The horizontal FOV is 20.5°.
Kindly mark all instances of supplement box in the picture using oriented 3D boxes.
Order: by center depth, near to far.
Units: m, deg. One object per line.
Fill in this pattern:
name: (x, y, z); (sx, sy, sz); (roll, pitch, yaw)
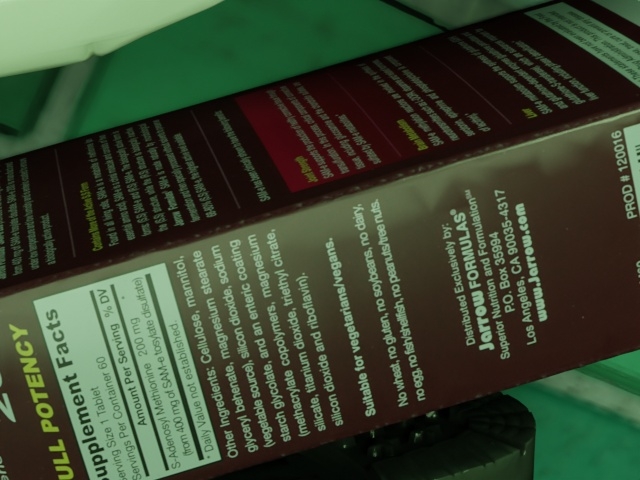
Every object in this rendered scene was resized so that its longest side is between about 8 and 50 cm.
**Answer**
supplement box: (0.000, 0.000, 0.515); (0.239, 0.130, 0.073); (-16, 110, -5)

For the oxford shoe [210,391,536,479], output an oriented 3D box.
oxford shoe: (-0.033, 0.121, 0.565); (0.227, 0.083, 0.096); (-10, 114, -16)

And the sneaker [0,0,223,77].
sneaker: (-0.045, -0.132, 0.475); (0.350, 0.131, 0.148); (-14, 103, -13)
